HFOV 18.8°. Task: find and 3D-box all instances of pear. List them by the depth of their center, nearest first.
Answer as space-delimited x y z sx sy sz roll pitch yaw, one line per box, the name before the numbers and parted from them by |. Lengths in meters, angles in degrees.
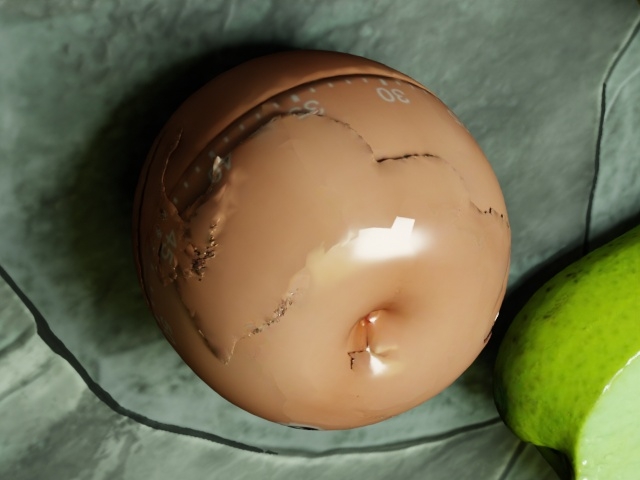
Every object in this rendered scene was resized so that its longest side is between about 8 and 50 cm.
pear | 0.249 0.102 1.432 0.292 0.159 0.292 -11 121 -19

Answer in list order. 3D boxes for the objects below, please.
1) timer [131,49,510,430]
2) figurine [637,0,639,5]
timer | 0.000 0.000 1.195 0.229 0.215 0.230 -14 126 -20
figurine | 0.329 -0.238 1.198 0.231 0.323 0.340 30 103 8
